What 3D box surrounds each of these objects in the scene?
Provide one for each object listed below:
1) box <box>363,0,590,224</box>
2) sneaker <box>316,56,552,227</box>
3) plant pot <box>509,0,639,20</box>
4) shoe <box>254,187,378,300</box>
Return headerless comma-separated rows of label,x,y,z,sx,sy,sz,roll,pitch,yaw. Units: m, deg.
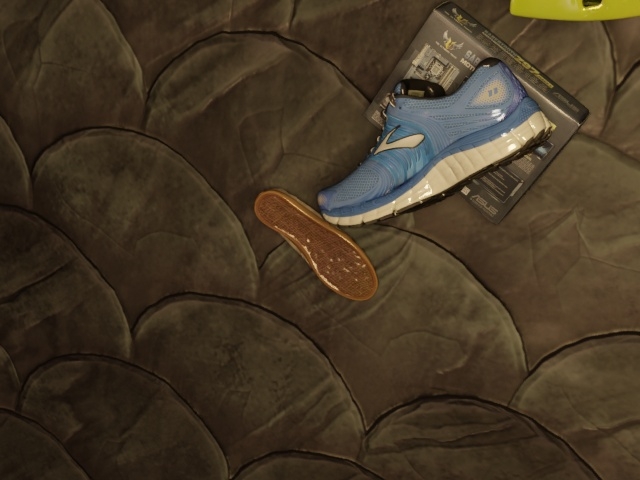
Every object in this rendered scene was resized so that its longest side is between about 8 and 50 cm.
box,0.195,-0.161,1.407,0.233,0.059,0.183,39,126,7
sneaker,0.122,-0.120,1.373,0.330,0.130,0.147,-28,83,34
plant pot,0.331,-0.345,1.150,0.207,0.228,0.227,15,118,15
shoe,0.000,0.000,1.599,0.219,0.058,0.076,43,106,-1
